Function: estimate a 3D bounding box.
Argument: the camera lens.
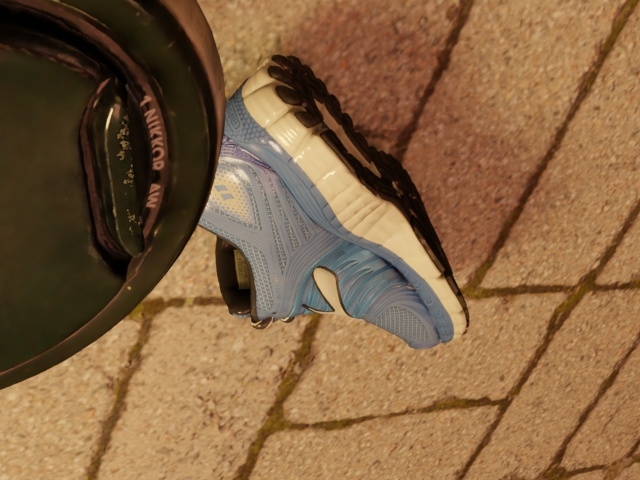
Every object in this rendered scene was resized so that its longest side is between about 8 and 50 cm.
[{"bbox_3d":[-0.180,-0.086,0.418,0.219,0.274,0.219,-20,138,-19],"label":"camera lens"}]

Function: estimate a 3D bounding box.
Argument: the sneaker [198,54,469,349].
[{"bbox_3d":[0.000,0.000,0.772,0.147,0.129,0.330,-30,139,15],"label":"sneaker"}]
